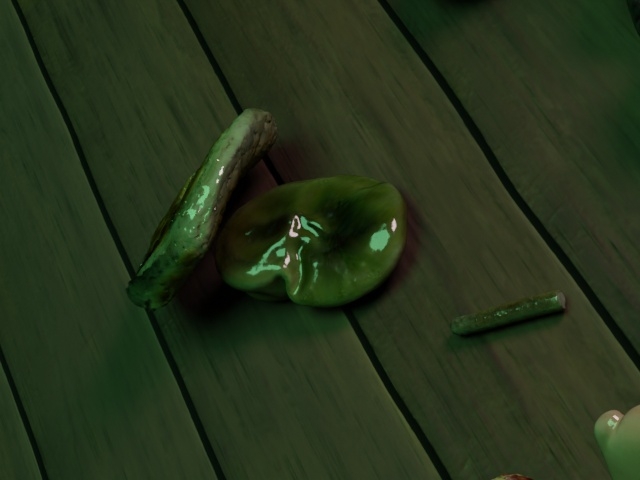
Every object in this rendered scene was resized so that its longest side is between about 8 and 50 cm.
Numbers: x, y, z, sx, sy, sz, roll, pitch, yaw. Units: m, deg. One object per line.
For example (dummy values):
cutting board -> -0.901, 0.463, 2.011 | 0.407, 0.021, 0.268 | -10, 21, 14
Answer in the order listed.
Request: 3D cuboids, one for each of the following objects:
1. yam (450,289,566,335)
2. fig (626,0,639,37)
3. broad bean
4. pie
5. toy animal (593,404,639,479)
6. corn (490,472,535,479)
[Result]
yam -> 0.165, 0.065, 1.496 | 0.116, 0.021, 0.021 | -17, 56, 35
fig -> 0.380, -0.220, 1.405 | 0.245, 0.149, 0.149 | -23, 51, 13
broad bean -> -0.001, -0.001, 1.657 | 0.207, 0.072, 0.153 | -11, 60, 25
pie -> -0.121, -0.032, 1.710 | 0.240, 0.054, 0.240 | -56, 6, 9
toy animal -> 0.314, 0.149, 1.216 | 0.198, 0.171, 0.171 | -26, 36, -26
corn -> 0.216, 0.261, 1.294 | 0.253, 0.086, 0.086 | 27, 85, 44
